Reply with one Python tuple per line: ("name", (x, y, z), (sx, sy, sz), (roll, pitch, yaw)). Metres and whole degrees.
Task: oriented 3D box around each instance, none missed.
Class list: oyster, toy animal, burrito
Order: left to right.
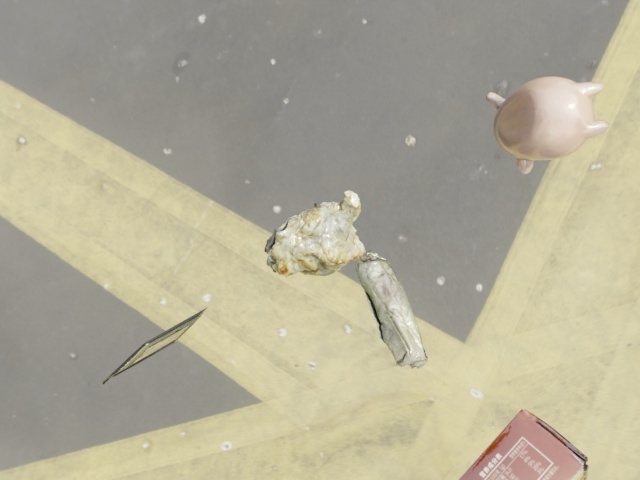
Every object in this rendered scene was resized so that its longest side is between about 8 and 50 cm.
("oyster", (0.000, 0.000, 0.991), (0.191, 0.163, 0.081), (-67, 31, 27))
("burrito", (0.096, 0.093, 0.868), (0.058, 0.045, 0.188), (-2, 59, -30))
("toy animal", (0.388, -0.207, 1.094), (0.154, 0.250, 0.166), (-6, 93, 2))

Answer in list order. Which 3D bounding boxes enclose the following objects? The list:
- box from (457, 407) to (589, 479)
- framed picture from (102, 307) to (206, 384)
("box", (0.271, 0.497, 1.025), (0.385, 0.344, 0.122), (-45, 55, -8))
("framed picture", (-0.347, 0.221, 1.323), (0.195, 0.199, 0.010), (-29, 98, 15))
